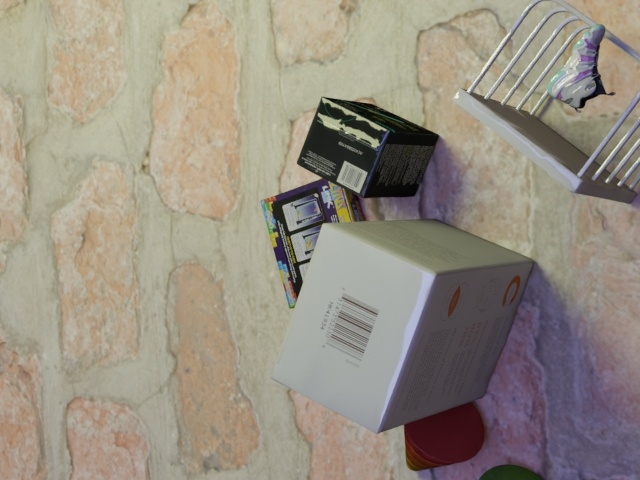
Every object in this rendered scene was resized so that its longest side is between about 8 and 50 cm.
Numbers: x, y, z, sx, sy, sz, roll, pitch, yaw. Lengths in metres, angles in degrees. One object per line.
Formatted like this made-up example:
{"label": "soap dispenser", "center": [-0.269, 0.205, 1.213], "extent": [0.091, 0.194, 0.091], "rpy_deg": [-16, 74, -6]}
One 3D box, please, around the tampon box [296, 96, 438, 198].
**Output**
{"label": "tampon box", "center": [0.067, -0.128, 1.942], "extent": [0.120, 0.161, 0.101], "rpy_deg": [28, 105, 26]}

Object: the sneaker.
{"label": "sneaker", "center": [0.311, -0.191, 1.581], "extent": [0.069, 0.038, 0.098], "rpy_deg": [40, 112, 19]}

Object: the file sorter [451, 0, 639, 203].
{"label": "file sorter", "center": [0.331, -0.174, 1.740], "extent": [0.193, 0.277, 0.173], "rpy_deg": [41, 105, 21]}

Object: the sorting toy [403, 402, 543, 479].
{"label": "sorting toy", "center": [0.233, 0.375, 1.925], "extent": [0.365, 0.127, 0.126], "rpy_deg": [47, 141, 16]}

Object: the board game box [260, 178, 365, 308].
{"label": "board game box", "center": [0.000, 0.000, 2.047], "extent": [0.141, 0.048, 0.170], "rpy_deg": [-18, 83, 25]}

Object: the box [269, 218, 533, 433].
{"label": "box", "center": [0.116, 0.100, 1.819], "extent": [0.168, 0.345, 0.215], "rpy_deg": [25, 103, 26]}
